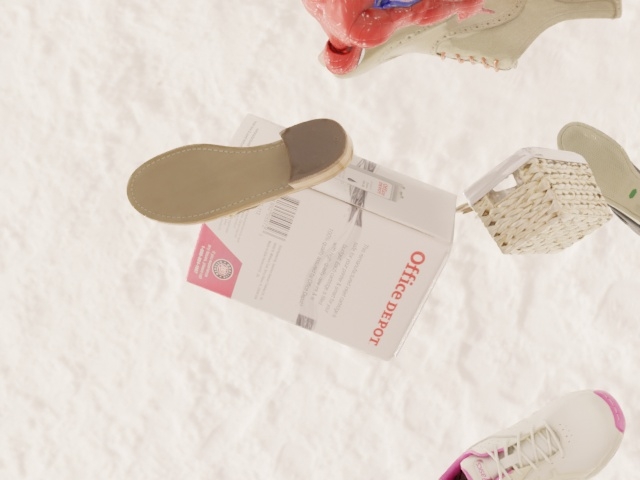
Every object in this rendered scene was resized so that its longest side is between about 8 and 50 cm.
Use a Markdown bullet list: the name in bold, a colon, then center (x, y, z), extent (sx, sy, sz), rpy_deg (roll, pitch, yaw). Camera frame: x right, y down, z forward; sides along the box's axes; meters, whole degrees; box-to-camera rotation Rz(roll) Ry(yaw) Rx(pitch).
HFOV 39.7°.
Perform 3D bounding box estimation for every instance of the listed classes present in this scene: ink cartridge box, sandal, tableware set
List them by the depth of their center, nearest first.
- **sandal**: center (-0.073, -0.056, 0.900), extent (0.239, 0.079, 0.088), rpy_deg (-13, 67, 17)
- **ink cartridge box**: center (0.000, 0.000, 1.090), extent (0.282, 0.117, 0.207), rpy_deg (22, 127, -1)
- **tableware set**: center (0.299, -0.062, 1.455), extent (0.141, 0.168, 0.020), rpy_deg (-22, 79, 33)

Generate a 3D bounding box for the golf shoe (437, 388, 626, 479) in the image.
- **golf shoe**: center (0.282, 0.303, 1.218), extent (0.306, 0.140, 0.115), rpy_deg (-48, 58, 40)

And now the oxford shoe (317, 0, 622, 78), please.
- **oxford shoe**: center (0.188, -0.273, 1.137), extent (0.396, 0.140, 0.147), rpy_deg (-19, 103, 20)

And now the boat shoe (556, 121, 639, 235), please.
- **boat shoe**: center (0.440, -0.082, 1.321), extent (0.233, 0.079, 0.084), rpy_deg (43, 89, 5)

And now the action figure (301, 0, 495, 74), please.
- **action figure**: center (0.063, -0.225, 0.553), extent (0.091, 0.139, 0.280), rpy_deg (48, 144, 25)

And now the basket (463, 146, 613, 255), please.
- **basket**: center (0.287, -0.047, 1.154), extent (0.113, 0.167, 0.103), rpy_deg (-38, 65, 35)
